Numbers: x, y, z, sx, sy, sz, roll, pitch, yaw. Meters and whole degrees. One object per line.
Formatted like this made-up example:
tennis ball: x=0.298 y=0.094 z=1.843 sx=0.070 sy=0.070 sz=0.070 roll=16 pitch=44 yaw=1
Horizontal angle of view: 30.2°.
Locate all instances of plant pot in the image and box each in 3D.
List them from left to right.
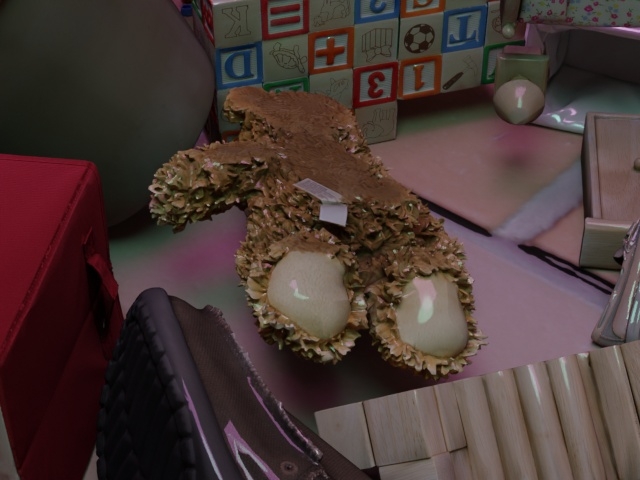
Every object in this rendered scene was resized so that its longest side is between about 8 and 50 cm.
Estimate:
plant pot: x=-0.247 y=-0.153 z=0.938 sx=0.323 sy=0.280 sz=0.323 roll=-28 pitch=43 yaw=29

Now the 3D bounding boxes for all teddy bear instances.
teddy bear: x=0.000 y=0.000 z=0.890 sx=0.245 sy=0.113 sz=0.338 roll=-4 pitch=32 yaw=-31

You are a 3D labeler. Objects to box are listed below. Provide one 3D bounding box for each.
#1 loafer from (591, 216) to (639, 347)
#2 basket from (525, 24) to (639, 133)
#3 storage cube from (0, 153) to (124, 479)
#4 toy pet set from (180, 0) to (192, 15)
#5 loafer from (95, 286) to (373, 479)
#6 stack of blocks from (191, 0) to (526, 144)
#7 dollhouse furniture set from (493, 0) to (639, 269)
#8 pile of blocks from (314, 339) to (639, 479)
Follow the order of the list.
loafer: x=0.234 y=0.022 z=0.893 sx=0.039 sy=0.045 sz=0.125 roll=7 pitch=71 yaw=27
basket: x=0.283 y=-0.166 z=1.109 sx=0.167 sy=0.113 sz=0.103 roll=14 pitch=37 yaw=19
storage cube: x=-0.251 y=0.070 z=0.774 sx=0.215 sy=0.183 sz=0.193 roll=4 pitch=40 yaw=6
toy pet set: x=-0.207 y=-0.305 z=1.339 sx=0.122 sy=0.065 sz=0.114 roll=-4 pitch=39 yaw=-4
loafer: x=-0.028 y=0.175 z=0.700 sx=0.130 sy=0.134 sz=0.366 roll=1 pitch=42 yaw=-35
stack of blocks: x=0.037 y=-0.182 z=1.088 sx=0.297 sy=0.171 sz=0.087 roll=-12 pitch=40 yaw=-14
dollhouse furniture set: x=0.291 y=-0.161 z=0.904 sx=0.303 sy=0.355 sz=0.174 roll=4 pitch=39 yaw=7
pile of blocks: x=0.185 y=0.127 z=0.770 sx=0.362 sy=0.149 sz=0.112 roll=-12 pitch=82 yaw=1
